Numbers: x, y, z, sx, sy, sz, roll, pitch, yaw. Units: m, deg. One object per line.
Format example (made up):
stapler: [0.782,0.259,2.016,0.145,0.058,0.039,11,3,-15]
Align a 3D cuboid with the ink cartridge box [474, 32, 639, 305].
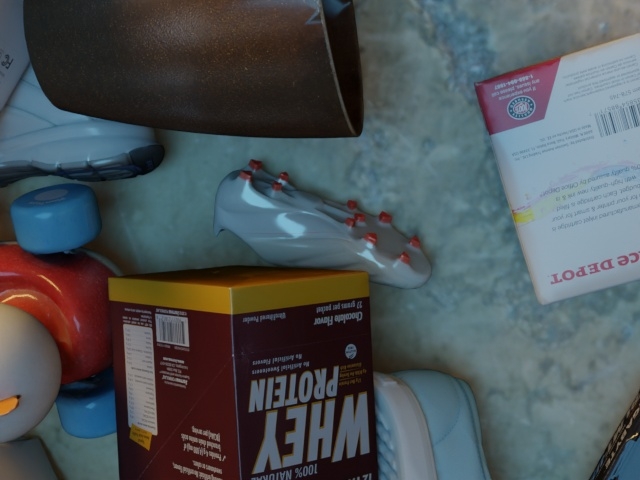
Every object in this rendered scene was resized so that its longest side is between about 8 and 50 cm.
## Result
ink cartridge box: [0.207,-0.057,0.860,0.128,0.127,0.176,-15,95,13]

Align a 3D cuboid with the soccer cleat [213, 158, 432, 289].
soccer cleat: [0.000,0.000,0.950,0.196,0.068,0.076,25,118,8]

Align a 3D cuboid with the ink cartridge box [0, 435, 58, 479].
ink cartridge box: [-0.320,0.413,0.976,0.285,0.166,0.395,-32,75,13]

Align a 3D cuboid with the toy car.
toy car: [-0.279,0.095,0.909,0.210,0.238,0.219,-2,110,12]

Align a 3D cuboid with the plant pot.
plant pot: [-0.098,-0.168,0.853,0.230,0.215,0.215,-8,97,9]

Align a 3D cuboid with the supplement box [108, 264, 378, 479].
supplement box: [-0.064,0.123,0.889,0.191,0.129,0.194,1,95,52]

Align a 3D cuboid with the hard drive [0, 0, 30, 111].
hard drive: [-0.246,-0.224,0.824,0.047,0.233,0.353,28,85,11]

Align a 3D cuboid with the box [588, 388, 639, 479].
box: [0.340,0.301,0.919,0.296,0.073,0.293,27,104,6]

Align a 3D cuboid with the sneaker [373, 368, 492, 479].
sneaker: [0.107,0.283,0.911,0.135,0.150,0.365,-6,88,54]

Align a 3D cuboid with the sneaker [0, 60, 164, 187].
sneaker: [-0.283,-0.111,0.981,0.297,0.111,0.129,-3,86,6]
